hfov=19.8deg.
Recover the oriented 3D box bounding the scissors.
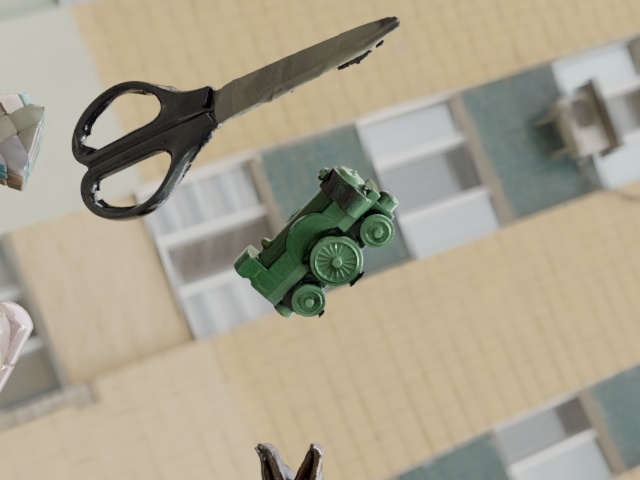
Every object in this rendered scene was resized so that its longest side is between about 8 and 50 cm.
[{"bbox_3d":[-0.066,-0.104,1.359,0.300,0.022,0.109,-23,-111,27],"label":"scissors"}]

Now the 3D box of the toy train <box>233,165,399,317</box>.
[{"bbox_3d":[0.000,0.000,1.933,0.104,0.178,0.071,41,11,-14],"label":"toy train"}]

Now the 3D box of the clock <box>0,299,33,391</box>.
[{"bbox_3d":[-0.482,0.083,1.942,0.326,0.342,0.184,91,22,-86],"label":"clock"}]

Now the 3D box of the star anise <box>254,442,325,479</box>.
[{"bbox_3d":[-0.016,0.218,1.453,0.141,0.042,0.141,7,-74,27],"label":"star anise"}]

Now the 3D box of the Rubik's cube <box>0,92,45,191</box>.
[{"bbox_3d":[-0.280,-0.091,1.586,0.075,0.073,0.084,110,-7,-54],"label":"Rubik's cube"}]
